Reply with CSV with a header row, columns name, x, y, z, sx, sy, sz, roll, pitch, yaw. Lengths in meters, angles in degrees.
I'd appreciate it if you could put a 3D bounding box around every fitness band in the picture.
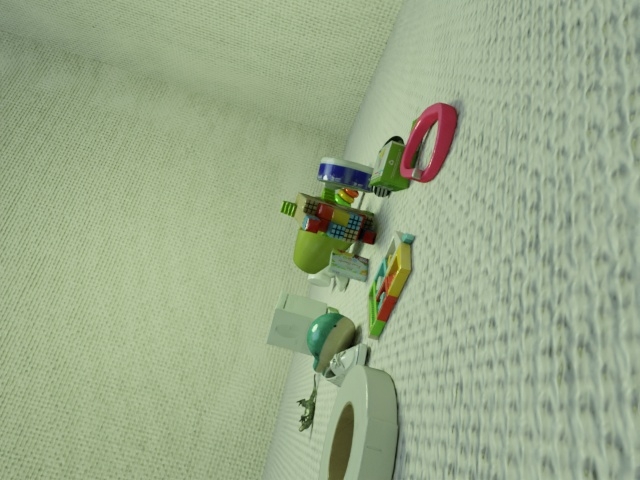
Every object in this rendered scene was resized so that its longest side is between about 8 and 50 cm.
name,x,y,z,sx,sy,sz,roll,pitch,yaw
fitness band,0.287,-0.265,1.188,0.291,0.054,0.209,-106,32,-79

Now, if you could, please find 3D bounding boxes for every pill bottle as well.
name,x,y,z,sx,sy,sz,roll,pitch,yaw
pill bottle,0.026,0.079,2.352,0.181,0.181,0.323,116,169,-66

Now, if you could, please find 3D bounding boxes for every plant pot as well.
name,x,y,z,sx,sy,sz,roll,pitch,yaw
plant pot,0.000,0.000,1.963,0.294,0.274,0.275,-57,12,25

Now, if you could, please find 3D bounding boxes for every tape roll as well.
name,x,y,z,sx,sy,sz,roll,pitch,yaw
tape roll,0.076,0.484,1.002,0.392,0.071,0.393,-163,90,-85

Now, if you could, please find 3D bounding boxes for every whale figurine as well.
name,x,y,z,sx,sy,sz,roll,pitch,yaw
whale figurine,0.025,0.361,1.508,0.216,0.141,0.272,-47,-25,-35

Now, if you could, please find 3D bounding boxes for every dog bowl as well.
name,x,y,z,sx,sy,sz,roll,pitch,yaw
dog bowl,0.121,-0.297,1.990,0.265,0.264,0.104,-127,51,-84

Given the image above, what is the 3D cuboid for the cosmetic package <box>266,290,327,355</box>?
name,x,y,z,sx,sy,sz,roll,pitch,yaw
cosmetic package,-0.107,0.377,1.982,0.138,0.224,0.224,-74,2,-58

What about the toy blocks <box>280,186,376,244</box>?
name,x,y,z,sx,sy,sz,roll,pitch,yaw
toy blocks,0.063,-0.074,1.628,0.261,0.381,0.191,-133,59,-67

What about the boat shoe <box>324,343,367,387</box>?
name,x,y,z,sx,sy,sz,roll,pitch,yaw
boat shoe,0.071,0.384,1.324,0.258,0.084,0.095,111,174,-47

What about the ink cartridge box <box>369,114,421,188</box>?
name,x,y,z,sx,sy,sz,roll,pitch,yaw
ink cartridge box,0.254,-0.298,1.428,0.189,0.096,0.256,-143,68,-85

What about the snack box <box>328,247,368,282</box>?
name,x,y,z,sx,sy,sz,roll,pitch,yaw
snack box,0.103,0.091,1.607,0.100,0.141,0.037,-79,7,-48

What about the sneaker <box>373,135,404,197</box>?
name,x,y,z,sx,sy,sz,roll,pitch,yaw
sneaker,0.243,-0.283,1.611,0.132,0.086,0.229,-79,5,-68

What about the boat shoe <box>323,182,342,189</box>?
name,x,y,z,sx,sy,sz,roll,pitch,yaw
boat shoe,0.109,-0.340,2.238,0.306,0.105,0.113,-17,-28,-42

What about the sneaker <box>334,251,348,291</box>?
name,x,y,z,sx,sy,sz,roll,pitch,yaw
sneaker,0.095,0.144,2.013,0.212,0.080,0.094,-81,-4,-49

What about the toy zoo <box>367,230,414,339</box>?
name,x,y,z,sx,sy,sz,roll,pitch,yaw
toy zoo,0.190,0.104,1.203,0.192,0.030,0.293,-81,8,-59

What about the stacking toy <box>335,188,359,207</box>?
name,x,y,z,sx,sy,sz,roll,pitch,yaw
stacking toy,0.115,-0.207,2.221,0.330,0.141,0.141,-51,12,17

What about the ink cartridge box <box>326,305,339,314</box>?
name,x,y,z,sx,sy,sz,roll,pitch,yaw
ink cartridge box,0.036,0.394,1.903,0.235,0.056,0.171,-153,79,-85

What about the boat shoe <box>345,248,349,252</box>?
name,x,y,z,sx,sy,sz,roll,pitch,yaw
boat shoe,0.111,0.012,2.213,0.083,0.075,0.227,118,168,-70

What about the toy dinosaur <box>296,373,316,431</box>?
name,x,y,z,sx,sy,sz,roll,pitch,yaw
toy dinosaur,-0.059,0.723,1.891,0.118,0.064,0.268,-52,16,36
